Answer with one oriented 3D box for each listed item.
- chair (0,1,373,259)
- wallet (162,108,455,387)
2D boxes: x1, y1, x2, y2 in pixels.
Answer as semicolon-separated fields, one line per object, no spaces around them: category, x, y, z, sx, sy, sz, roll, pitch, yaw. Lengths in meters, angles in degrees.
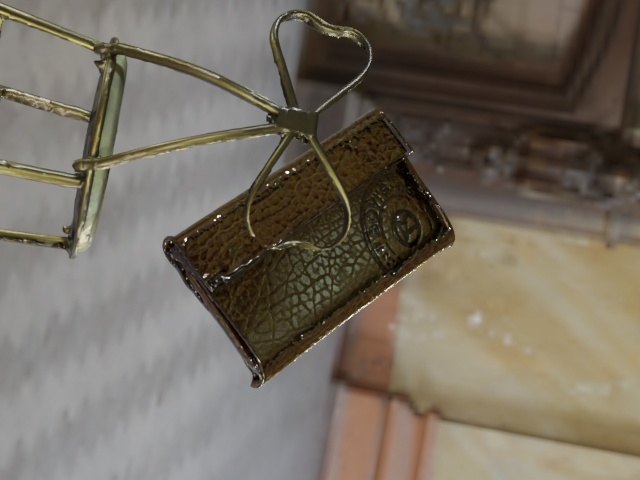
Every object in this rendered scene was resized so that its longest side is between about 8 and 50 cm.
chair;-0.146;-0.064;1.149;0.170;0.325;0.160;115;-15;-64
wallet;0.000;0.000;1.396;0.243;0.039;0.133;-34;93;-39
